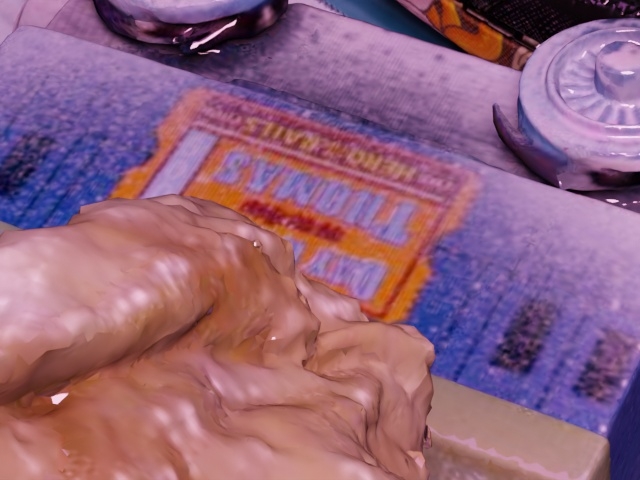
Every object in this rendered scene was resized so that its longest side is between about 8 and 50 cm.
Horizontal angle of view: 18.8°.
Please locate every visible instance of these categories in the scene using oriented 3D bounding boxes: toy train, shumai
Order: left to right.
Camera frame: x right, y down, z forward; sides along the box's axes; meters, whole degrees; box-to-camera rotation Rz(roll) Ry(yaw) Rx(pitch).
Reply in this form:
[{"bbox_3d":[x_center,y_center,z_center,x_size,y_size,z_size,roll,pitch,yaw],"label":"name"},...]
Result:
[{"bbox_3d":[-0.024,0.155,0.416,0.262,0.314,0.267,39,78,15],"label":"shumai"},{"bbox_3d":[0.000,0.000,0.641,0.299,0.131,0.202,19,54,22],"label":"toy train"}]

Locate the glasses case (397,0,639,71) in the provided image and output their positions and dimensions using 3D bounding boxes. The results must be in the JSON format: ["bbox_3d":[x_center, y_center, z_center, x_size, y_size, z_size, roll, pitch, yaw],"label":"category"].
[{"bbox_3d":[0.152,-0.088,0.737,0.321,0.082,0.122,33,57,27],"label":"glasses case"}]
